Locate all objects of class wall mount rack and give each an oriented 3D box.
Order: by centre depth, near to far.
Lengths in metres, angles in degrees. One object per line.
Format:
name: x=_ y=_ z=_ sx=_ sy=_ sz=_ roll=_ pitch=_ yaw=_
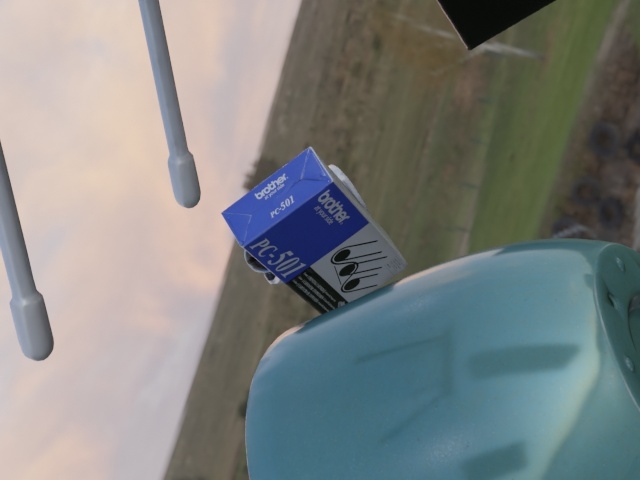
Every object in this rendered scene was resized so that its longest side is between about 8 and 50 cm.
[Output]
wall mount rack: x=-0.181 y=-0.120 z=0.710 sx=0.130 sy=0.304 sz=0.350 roll=-42 pitch=6 yaw=31

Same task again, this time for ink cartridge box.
ink cartridge box: x=0.000 y=0.000 z=1.175 sx=0.097 sy=0.046 sz=0.207 roll=-36 pitch=-31 yaw=5

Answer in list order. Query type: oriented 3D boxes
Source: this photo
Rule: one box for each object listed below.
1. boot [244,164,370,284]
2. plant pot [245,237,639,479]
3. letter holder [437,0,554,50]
boot: x=-0.031 y=-0.017 z=1.364 sx=0.123 sy=0.095 sz=0.258 roll=-34 pitch=2 yaw=-5
plant pot: x=0.136 y=0.133 z=0.845 sx=0.235 sy=0.293 sz=0.293 roll=-33 pitch=16 yaw=29
letter holder: x=0.238 y=-0.403 z=1.482 sx=0.152 sy=0.301 sz=0.214 roll=42 pitch=-158 yaw=-56
